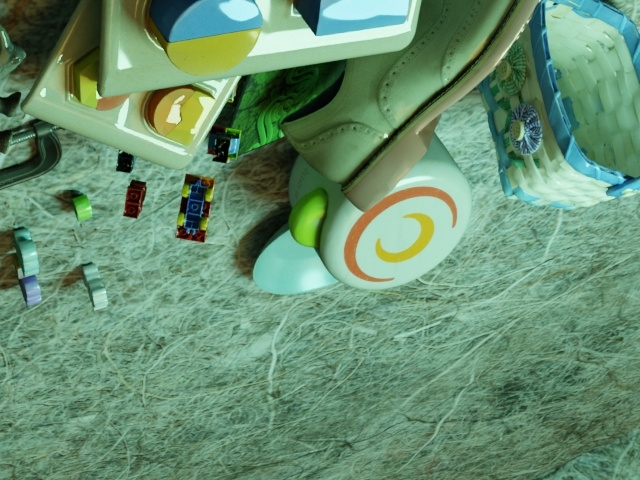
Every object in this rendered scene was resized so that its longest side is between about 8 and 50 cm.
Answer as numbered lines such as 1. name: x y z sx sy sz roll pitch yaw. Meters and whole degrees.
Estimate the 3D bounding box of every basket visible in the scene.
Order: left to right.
1. basket: 0.318 -0.164 1.859 0.201 0.255 0.289 11 148 -45

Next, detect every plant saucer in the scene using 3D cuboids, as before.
1. plant saucer: 0.000 0.000 2.134 0.195 0.037 0.195 -19 152 -11

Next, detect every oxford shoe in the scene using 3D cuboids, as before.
1. oxford shoe: 0.107 -0.211 1.714 0.397 0.146 0.140 -52 -174 20

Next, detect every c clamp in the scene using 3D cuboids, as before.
1. c clamp: -0.328 -0.090 1.736 0.160 0.022 0.137 -23 158 -6

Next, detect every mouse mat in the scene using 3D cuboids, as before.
1. mouse mat: -0.031 -0.162 1.817 0.152 0.007 0.190 -24 157 -31

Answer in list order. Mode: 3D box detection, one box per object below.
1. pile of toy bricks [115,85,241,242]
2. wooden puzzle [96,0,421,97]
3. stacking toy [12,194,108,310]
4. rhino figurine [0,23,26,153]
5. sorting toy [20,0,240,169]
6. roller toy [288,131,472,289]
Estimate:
1. pile of toy bricks: -0.139 -0.115 1.746 0.118 0.105 0.212 11 107 -1
2. wooden puzzle: -0.029 -0.262 1.489 0.322 0.080 0.348 -12 140 -23
3. stacking toy: -0.331 0.035 1.918 0.167 0.052 0.221 -17 152 -14
4. rhino figurine: -0.341 -0.122 1.599 0.106 0.073 0.243 14 138 -18
5. sorting toy: -0.155 -0.171 1.607 0.193 0.038 0.208 21 112 -38
6. roller toy: 0.067 -0.053 1.964 0.191 0.146 0.209 -40 139 11
